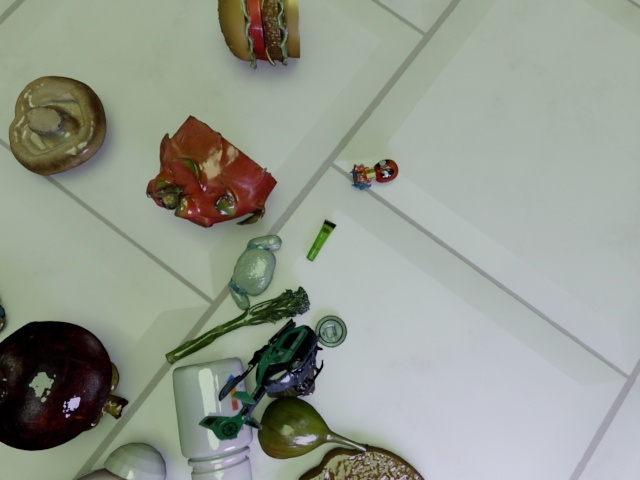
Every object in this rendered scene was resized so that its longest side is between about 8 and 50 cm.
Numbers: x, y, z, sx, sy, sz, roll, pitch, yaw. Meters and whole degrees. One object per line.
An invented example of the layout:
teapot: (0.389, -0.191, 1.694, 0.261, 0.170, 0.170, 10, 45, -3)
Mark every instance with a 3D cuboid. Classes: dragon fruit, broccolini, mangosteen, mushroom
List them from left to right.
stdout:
mangosteen: (-0.611, 0.323, 1.206, 0.298, 0.293, 0.296, 6, 102, 32)
mushroom: (-0.693, -0.301, 1.385, 0.279, 0.146, 0.277, -1, 80, 7)
dragon fruit: (-0.280, -0.142, 1.311, 0.306, 0.305, 0.225, 33, 86, 4)
broccolini: (-0.205, 0.230, 1.337, 0.393, 0.074, 0.078, -28, 98, -6)

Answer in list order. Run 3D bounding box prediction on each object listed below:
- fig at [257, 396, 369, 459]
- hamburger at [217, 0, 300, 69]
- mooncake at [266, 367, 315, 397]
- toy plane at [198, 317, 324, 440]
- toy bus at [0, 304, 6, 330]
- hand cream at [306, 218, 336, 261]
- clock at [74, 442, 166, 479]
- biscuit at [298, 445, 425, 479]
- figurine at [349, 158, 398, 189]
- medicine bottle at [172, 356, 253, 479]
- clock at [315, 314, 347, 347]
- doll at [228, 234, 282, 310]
fig: (-0.022, 0.467, 1.240, 0.260, 0.151, 0.151, 18, 78, 14)
hamburger: (-0.166, -0.601, 1.411, 0.213, 0.274, 0.274, -4, 79, -3)
mooncake: (-0.077, 0.331, 1.324, 0.130, 0.073, 0.125, -2, 77, -5)
toy plane: (-0.109, 0.306, 1.208, 0.155, 0.106, 0.381, 11, 40, 27)
toy bus: (-0.879, 0.149, 1.284, 0.126, 0.136, 0.209, -27, 82, -8)
hand cream: (0.000, 0.000, 1.422, 0.036, 0.023, 0.121, 28, 74, 6)
clock: (-0.469, 0.667, 1.184, 0.326, 0.184, 0.341, -24, 86, -12)
biscuit: (0.090, 0.686, 1.260, 0.359, 0.074, 0.381, 36, 81, 7)
figurine: (0.152, -0.182, 1.443, 0.141, 0.075, 0.068, -9, 77, -16)
medicine bottle: (-0.248, 0.431, 1.244, 0.170, 0.170, 0.292, -10, 78, -5)
clock: (0.027, 0.237, 1.376, 0.085, 0.017, 0.085, 1, 78, -3)
doll: (-0.172, 0.077, 1.369, 0.104, 0.071, 0.213, 24, 87, -2)
